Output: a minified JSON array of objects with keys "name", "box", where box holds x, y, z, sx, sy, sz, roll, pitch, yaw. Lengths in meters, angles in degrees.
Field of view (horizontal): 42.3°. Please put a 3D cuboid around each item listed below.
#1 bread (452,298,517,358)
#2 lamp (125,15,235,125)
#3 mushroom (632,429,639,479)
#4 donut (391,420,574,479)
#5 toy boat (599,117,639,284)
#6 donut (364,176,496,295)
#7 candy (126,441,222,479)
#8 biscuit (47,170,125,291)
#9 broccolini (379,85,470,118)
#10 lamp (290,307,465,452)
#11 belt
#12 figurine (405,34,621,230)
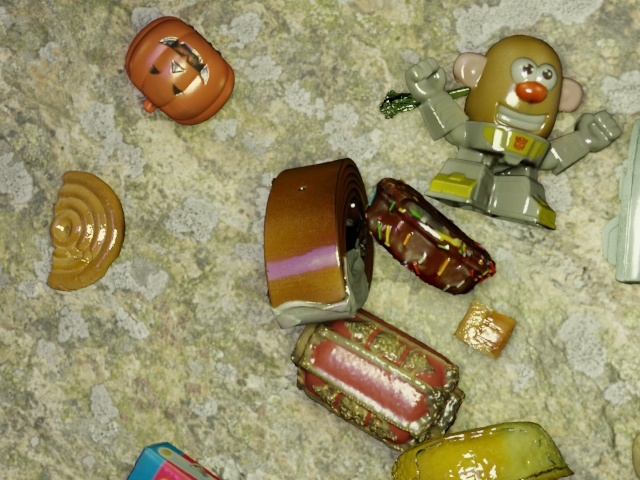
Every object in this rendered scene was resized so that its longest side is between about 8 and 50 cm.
[{"name":"bread","box":[0.261,0.139,1.307,0.083,0.076,0.070,26,93,16]},{"name":"lamp","box":[-0.248,-0.285,1.428,0.187,0.187,0.164,43,94,15]},{"name":"mushroom","box":[0.638,0.371,1.166,0.397,0.126,0.177,35,100,12]},{"name":"donut","box":[0.224,0.337,1.207,0.272,0.272,0.107,-20,69,10]},{"name":"toy boat","box":[0.484,-0.062,1.282,0.085,0.078,0.261,5,86,37]},{"name":"donut","box":[0.164,0.001,1.286,0.230,0.216,0.096,40,103,0]},{"name":"candy","box":[-0.195,0.483,1.362,0.306,0.100,0.157,31,92,14]},{"name":"biscuit","box":[-0.428,-0.014,1.514,0.144,0.033,0.224,8,86,15]},{"name":"broccolini","box":[0.207,-0.239,1.394,0.218,0.044,0.042,-5,66,8]},{"name":"lamp","box":[0.089,0.212,1.296,0.274,0.177,0.177,29,90,18]},{"name":"belt","box":[0.000,0.000,1.265,0.122,0.339,0.217,-9,114,13]},{"name":"figurine","box":[0.291,-0.178,1.290,0.167,0.342,0.285,13,87,59]}]
